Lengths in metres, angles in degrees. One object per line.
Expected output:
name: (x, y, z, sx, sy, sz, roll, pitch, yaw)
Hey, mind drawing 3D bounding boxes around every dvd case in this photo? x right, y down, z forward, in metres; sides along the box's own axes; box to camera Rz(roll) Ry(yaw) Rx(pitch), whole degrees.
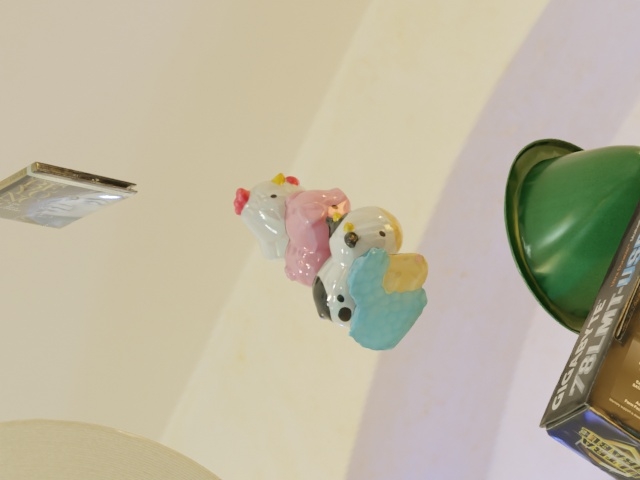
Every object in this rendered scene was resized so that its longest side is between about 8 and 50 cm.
dvd case: (-0.394, -0.061, 1.850, 0.165, 0.018, 0.221, 12, -22, -39)

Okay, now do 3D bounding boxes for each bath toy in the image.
bath toy: (0.000, 0.000, 1.576, 0.129, 0.348, 0.151, 32, -87, -35)

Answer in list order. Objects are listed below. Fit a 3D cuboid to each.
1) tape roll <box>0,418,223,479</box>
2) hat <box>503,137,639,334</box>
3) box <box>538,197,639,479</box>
tape roll: (-0.179, 0.302, 0.798, 0.392, 0.392, 0.072, -32, -13, -27)
hat: (0.273, -0.041, 1.039, 0.173, 0.208, 0.184, 19, -29, -33)
box: (0.336, 0.081, 0.879, 0.293, 0.296, 0.073, -60, 4, -30)
